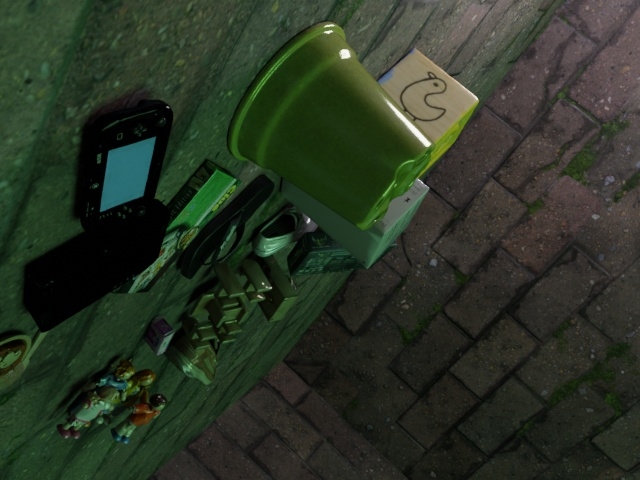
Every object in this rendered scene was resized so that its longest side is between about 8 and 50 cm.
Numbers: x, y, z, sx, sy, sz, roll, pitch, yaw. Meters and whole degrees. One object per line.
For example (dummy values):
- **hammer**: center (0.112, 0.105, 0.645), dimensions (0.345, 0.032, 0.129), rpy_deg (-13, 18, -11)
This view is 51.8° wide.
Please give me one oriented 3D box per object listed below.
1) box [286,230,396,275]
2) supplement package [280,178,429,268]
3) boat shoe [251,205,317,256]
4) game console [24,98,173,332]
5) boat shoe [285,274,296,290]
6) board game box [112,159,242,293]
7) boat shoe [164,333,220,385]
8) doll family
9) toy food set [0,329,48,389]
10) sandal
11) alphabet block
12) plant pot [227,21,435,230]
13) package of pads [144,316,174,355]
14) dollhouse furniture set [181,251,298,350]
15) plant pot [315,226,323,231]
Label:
- **box**: center (0.049, 0.027, 1.653), dimensions (0.232, 0.059, 0.183), rpy_deg (-6, 162, -19)
- **supplement package**: center (0.062, -0.103, 1.381), dimensions (0.145, 0.262, 0.204), rpy_deg (-46, 169, -20)
- **boat shoe**: center (-0.068, -0.038, 1.594), dimensions (0.226, 0.083, 0.076), rpy_deg (-40, 168, -36)
- **game console**: center (-0.273, -0.030, 0.843), dimensions (0.213, 0.044, 0.361), rpy_deg (-38, 164, -41)
- **boat shoe**: center (-0.117, 0.148, 2.110), dimensions (0.073, 0.080, 0.223), rpy_deg (-45, 167, 12)
- **board game box**: center (-0.240, -0.017, 1.094), dimensions (0.260, 0.030, 0.136), rpy_deg (-49, 168, 3)
- **boat shoe**: center (-0.312, 0.301, 1.743), dimensions (0.116, 0.123, 0.324), rpy_deg (-49, 172, -11)
- **doll family**: center (-0.437, 0.326, 1.393), dimensions (0.163, 0.118, 0.263), rpy_deg (-43, 152, 4)
- **toy food set**: center (-0.452, 0.185, 0.915), dimensions (0.132, 0.038, 0.192), rpy_deg (-52, 170, 18)
- **sandal**: center (-0.175, -0.020, 1.279), dimensions (0.254, 0.054, 0.097), rpy_deg (-48, 170, -6)
- **alphabet block**: center (0.216, -0.286, 1.543), dimensions (0.192, 0.197, 0.193), rpy_deg (-45, 169, -21)
- **plant pot**: center (0.036, -0.163, 1.068), dimensions (0.276, 0.254, 0.276), rpy_deg (-47, 169, -11)
- **package of pads**: center (-0.346, 0.205, 1.413), dimensions (0.032, 0.050, 0.083), rpy_deg (-31, 161, -43)
- **dollhouse furniture set**: center (-0.204, 0.118, 1.582), dimensions (0.242, 0.161, 0.212), rpy_deg (-7, 143, -43)
- **plant pot**: center (0.065, -0.068, 1.795), dimensions (0.205, 0.205, 0.188), rpy_deg (-39, -178, -43)
